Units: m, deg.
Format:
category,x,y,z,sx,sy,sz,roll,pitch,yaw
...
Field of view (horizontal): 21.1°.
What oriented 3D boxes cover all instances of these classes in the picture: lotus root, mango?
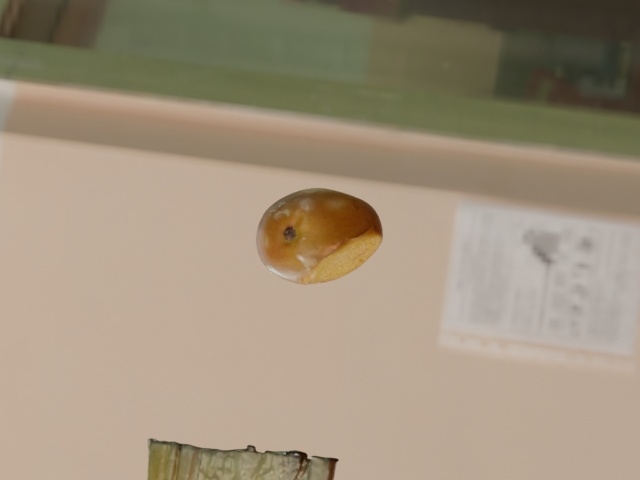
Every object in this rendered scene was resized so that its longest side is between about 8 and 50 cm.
category,x,y,z,sx,sy,sz,roll,pitch,yaw
lotus root,-0.055,0.195,1.189,0.095,0.159,0.135,19,-92,-54
mango,-0.002,-0.006,1.953,0.217,0.141,0.102,59,-174,-81
